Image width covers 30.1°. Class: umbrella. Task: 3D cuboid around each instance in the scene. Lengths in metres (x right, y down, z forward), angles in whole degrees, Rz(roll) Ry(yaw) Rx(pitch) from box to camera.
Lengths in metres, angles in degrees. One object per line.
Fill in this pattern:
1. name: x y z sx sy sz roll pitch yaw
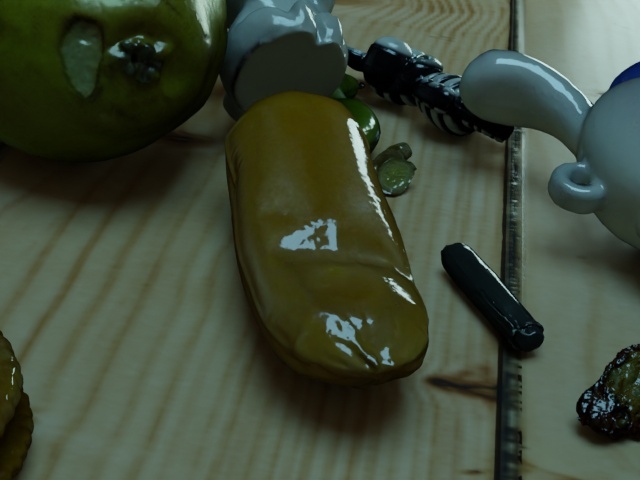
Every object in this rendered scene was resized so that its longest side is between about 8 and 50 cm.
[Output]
1. umbrella: 0.141 0.045 0.969 0.036 0.031 0.133 -9 36 -21

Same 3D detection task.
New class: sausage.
1. sausage: -0.002 0.004 0.933 0.134 0.116 0.354 13 33 -18

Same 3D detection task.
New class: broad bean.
1. broad bean: 0.022 -0.122 1.194 0.070 0.048 0.214 2 29 -5

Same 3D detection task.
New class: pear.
1. pear: -0.220 -0.203 1.090 0.269 0.269 0.321 -18 28 -34

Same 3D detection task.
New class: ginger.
1. ginger: 0.067 -0.070 1.136 0.048 0.030 0.097 23 37 26

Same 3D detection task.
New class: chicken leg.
1. chicken leg: 0.243 0.108 0.886 0.145 0.037 0.062 -27 67 -40

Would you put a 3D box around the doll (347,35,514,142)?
1. doll: 0.109 -0.163 1.256 0.219 0.067 0.091 32 13 35

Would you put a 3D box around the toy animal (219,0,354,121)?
1. toy animal: -0.057 -0.209 1.195 0.127 0.178 0.193 8 36 -32

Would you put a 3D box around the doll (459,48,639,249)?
1. doll: 0.365 -0.079 1.094 0.365 0.187 0.376 -18 66 -21

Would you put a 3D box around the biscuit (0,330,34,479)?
1. biscuit: -0.295 0.112 0.754 0.220 0.066 0.220 2 32 -1
